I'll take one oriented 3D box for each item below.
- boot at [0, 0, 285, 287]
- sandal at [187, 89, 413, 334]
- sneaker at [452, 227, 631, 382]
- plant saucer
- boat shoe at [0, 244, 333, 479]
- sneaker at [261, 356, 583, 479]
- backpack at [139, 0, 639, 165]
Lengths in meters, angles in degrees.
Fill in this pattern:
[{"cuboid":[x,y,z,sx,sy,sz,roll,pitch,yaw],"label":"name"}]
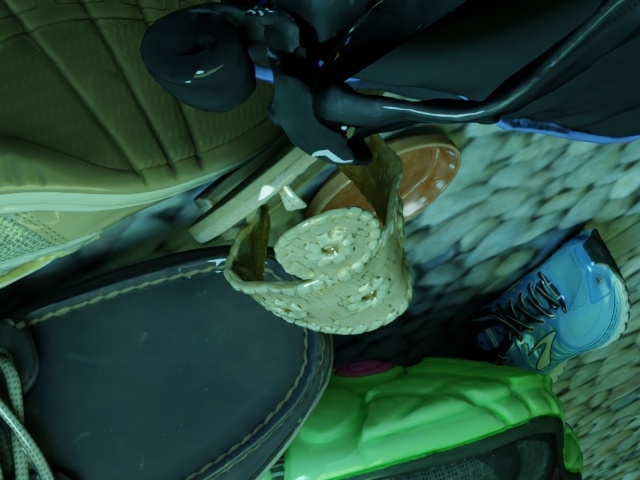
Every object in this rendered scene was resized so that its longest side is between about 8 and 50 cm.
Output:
[{"cuboid":[-0.147,0.005,0.644,0.262,0.095,0.203,-23,163,-35],"label":"boot"},{"cuboid":[0.005,-0.004,0.697,0.088,0.079,0.240,-39,-175,-4],"label":"sandal"},{"cuboid":[0.130,0.053,1.125,0.073,0.063,0.162,-12,152,-30],"label":"sneaker"},{"cuboid":[0.029,-0.026,0.895,0.083,0.013,0.083,-25,158,-11],"label":"plant saucer"},{"cuboid":[-0.153,0.108,0.770,0.355,0.132,0.130,-28,177,-4],"label":"boat shoe"},{"cuboid":[0.070,0.185,1.109,0.185,0.202,0.483,-5,165,21],"label":"sneaker"},{"cuboid":[0.100,-0.153,0.449,0.263,0.213,0.276,-33,165,29],"label":"backpack"}]
